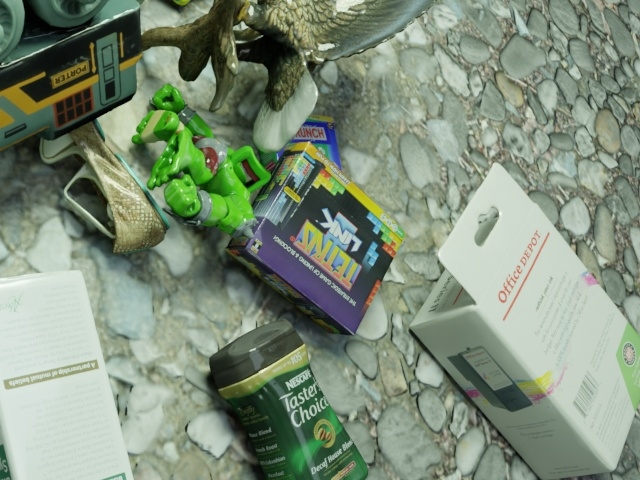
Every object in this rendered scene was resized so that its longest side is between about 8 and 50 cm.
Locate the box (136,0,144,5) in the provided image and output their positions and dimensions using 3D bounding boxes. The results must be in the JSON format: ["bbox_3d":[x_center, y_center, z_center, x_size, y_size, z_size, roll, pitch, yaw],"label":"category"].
[{"bbox_3d":[-0.269,-0.313,0.814,0.232,0.148,0.127,20,61,-31],"label":"box"}]

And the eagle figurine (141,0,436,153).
[{"bbox_3d":[-0.010,-0.248,0.922,0.298,0.225,0.226,-22,50,-41],"label":"eagle figurine"}]

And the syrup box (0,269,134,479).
[{"bbox_3d":[-0.226,0.152,0.698,0.096,0.093,0.237,-7,78,-40],"label":"syrup box"}]

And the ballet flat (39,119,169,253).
[{"bbox_3d":[-0.223,-0.075,0.814,0.067,0.073,0.206,-34,91,-19],"label":"ballet flat"}]

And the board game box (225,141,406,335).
[{"bbox_3d":[0.000,0.000,0.936,0.170,0.048,0.141,40,65,-29],"label":"board game box"}]

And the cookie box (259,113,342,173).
[{"bbox_3d":[-0.023,-0.092,0.994,0.092,0.040,0.107,2,71,-36],"label":"cookie box"}]

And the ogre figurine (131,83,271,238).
[{"bbox_3d":[-0.117,-0.070,0.863,0.097,0.197,0.118,-50,126,1],"label":"ogre figurine"}]

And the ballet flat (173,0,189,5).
[{"bbox_3d":[-0.116,-0.351,1.013,0.231,0.077,0.077,-52,128,-36],"label":"ballet flat"}]

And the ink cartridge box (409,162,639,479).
[{"bbox_3d":[0.252,0.102,1.082,0.353,0.119,0.207,50,50,-13],"label":"ink cartridge box"}]

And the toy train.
[{"bbox_3d":[-0.277,-0.137,0.648,0.142,0.190,0.334,36,53,23],"label":"toy train"}]

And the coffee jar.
[{"bbox_3d":[-0.033,0.174,0.853,0.096,0.079,0.184,-28,90,-42],"label":"coffee jar"}]
